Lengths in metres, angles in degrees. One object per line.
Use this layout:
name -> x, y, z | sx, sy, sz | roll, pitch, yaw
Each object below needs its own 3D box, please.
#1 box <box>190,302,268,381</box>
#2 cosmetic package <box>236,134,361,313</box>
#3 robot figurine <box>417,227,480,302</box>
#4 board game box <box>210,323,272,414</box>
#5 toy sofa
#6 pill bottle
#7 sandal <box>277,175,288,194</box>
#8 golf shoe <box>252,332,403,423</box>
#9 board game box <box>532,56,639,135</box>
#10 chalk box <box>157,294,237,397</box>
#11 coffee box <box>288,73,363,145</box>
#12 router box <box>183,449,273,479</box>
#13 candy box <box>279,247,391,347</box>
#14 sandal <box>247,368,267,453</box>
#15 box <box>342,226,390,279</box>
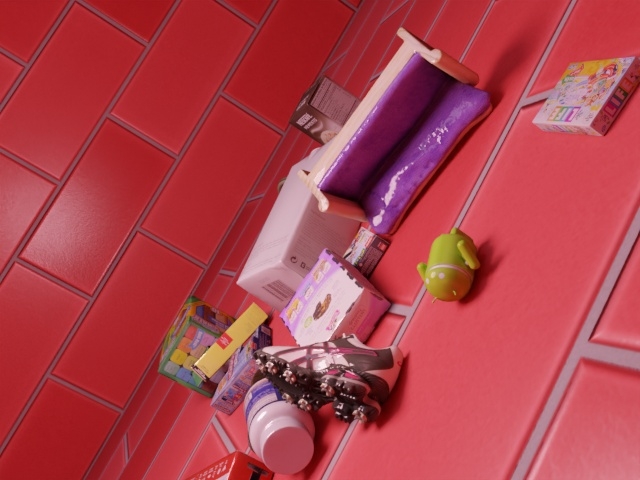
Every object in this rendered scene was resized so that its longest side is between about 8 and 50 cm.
box -> -0.238, 0.269, 1.758 | 0.232, 0.058, 0.087 | -45, -3, -14
cosmetic package -> -0.023, -0.037, 1.586 | 0.217, 0.156, 0.385 | -25, 34, 53
robot figurine -> 0.186, 0.037, 0.950 | 0.101, 0.067, 0.115 | -32, 29, 47
board game box -> -0.194, 0.321, 1.646 | 0.194, 0.060, 0.194 | -54, 15, 14
toy sofa -> 0.138, -0.193, 1.262 | 0.362, 0.150, 0.177 | -52, 54, 21
pill bottle -> -0.069, 0.315, 1.139 | 0.112, 0.112, 0.186 | -58, 15, 2
sandal -> -0.059, -0.144, 2.043 | 0.303, 0.120, 0.086 | -16, 56, 68
golf shoe -> 0.009, 0.204, 1.053 | 0.273, 0.105, 0.120 | 6, 39, 44
board game box -> 0.364, -0.197, 0.916 | 0.103, 0.026, 0.154 | -58, 15, 4
chalk box -> -0.345, 0.313, 1.921 | 0.180, 0.179, 0.289 | -57, 15, 7
coffee box -> 0.063, -0.279, 1.636 | 0.098, 0.246, 0.141 | -63, 15, -19
router box -> -0.234, 0.573, 1.219 | 0.335, 0.082, 0.301 | -43, 21, 46
candy box -> 0.021, 0.128, 1.225 | 0.165, 0.070, 0.196 | -56, 28, 7
sandal -> -0.099, 0.332, 1.310 | 0.219, 0.090, 0.060 | -87, 9, -49
box -> 0.057, 0.075, 1.357 | 0.207, 0.036, 0.114 | -58, 15, 2
